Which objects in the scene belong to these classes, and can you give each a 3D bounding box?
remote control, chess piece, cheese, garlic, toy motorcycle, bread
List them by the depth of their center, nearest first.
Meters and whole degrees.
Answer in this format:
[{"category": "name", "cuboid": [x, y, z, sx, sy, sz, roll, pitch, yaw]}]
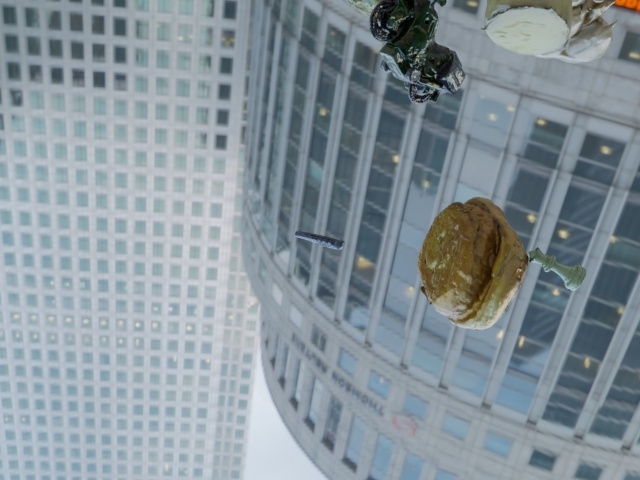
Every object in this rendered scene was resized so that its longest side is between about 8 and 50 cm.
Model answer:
[{"category": "cheese", "cuboid": [0.242, -0.311, 0.972, 0.093, 0.167, 0.123, -4, 160, 32]}, {"category": "garlic", "cuboid": [0.342, -0.375, 1.249, 0.184, 0.281, 0.203, -20, -138, -11]}, {"category": "chess piece", "cuboid": [0.370, 0.041, 1.330, 0.093, 0.042, 0.042, 27, -145, -2]}, {"category": "bread", "cuboid": [0.252, 0.036, 1.421, 0.120, 0.198, 0.236, 15, -154, -18]}, {"category": "toy motorcycle", "cuboid": [0.194, -0.385, 1.590, 0.187, 0.275, 0.124, -49, -132, -9]}, {"category": "remote control", "cuboid": [0.000, -0.002, 2.060, 0.043, 0.027, 0.152, 3, -172, -42]}]

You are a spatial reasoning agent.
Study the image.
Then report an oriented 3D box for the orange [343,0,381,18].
[{"category": "orange", "cuboid": [0.121, -0.639, 1.924, 0.300, 0.223, 0.301, 42, -176, -29]}]
